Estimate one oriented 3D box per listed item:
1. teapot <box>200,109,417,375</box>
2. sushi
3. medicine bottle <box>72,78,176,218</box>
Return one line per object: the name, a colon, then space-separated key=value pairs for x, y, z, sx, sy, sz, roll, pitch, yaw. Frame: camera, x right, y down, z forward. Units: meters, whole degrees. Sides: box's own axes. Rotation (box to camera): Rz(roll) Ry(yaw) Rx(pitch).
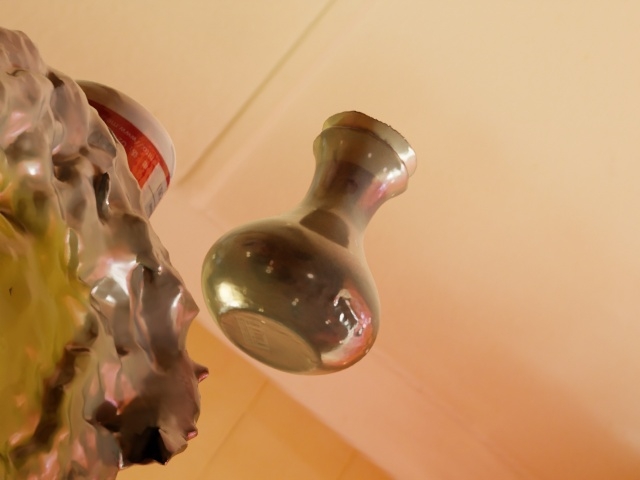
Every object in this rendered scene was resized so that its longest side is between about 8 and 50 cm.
teapot: x=0.000 y=0.000 z=1.378 sx=0.183 sy=0.251 sz=0.183 roll=19 pitch=-31 yaw=12
sushi: x=-0.257 y=0.039 z=0.766 sx=0.294 sy=0.281 sz=0.299 roll=-15 pitch=-72 yaw=26
medicine bottle: x=-0.221 y=-0.001 z=1.104 sx=0.131 sy=0.250 sz=0.131 roll=21 pitch=-30 yaw=13
